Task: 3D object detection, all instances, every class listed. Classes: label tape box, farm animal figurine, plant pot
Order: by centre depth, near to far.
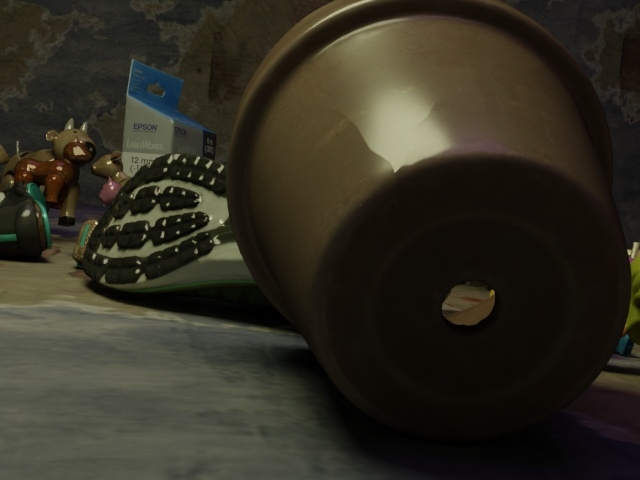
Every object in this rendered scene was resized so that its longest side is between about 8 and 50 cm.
[{"bbox_3d":[0.068,-0.011,0.456,0.263,0.262,0.229,6,20,-4],"label":"plant pot"},{"bbox_3d":[-0.427,-0.110,1.345,0.327,0.172,0.330,0,-13,25],"label":"farm animal figurine"},{"bbox_3d":[-0.310,-0.179,1.629,0.115,0.347,0.249,7,3,12],"label":"label tape box"}]

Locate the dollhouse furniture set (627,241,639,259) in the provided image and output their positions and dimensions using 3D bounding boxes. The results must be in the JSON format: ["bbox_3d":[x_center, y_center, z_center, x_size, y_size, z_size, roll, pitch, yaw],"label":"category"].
[{"bbox_3d":[0.355,0.071,1.099,0.182,0.101,0.161,8,-22,32],"label":"dollhouse furniture set"}]

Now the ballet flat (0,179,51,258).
[{"bbox_3d":[-0.410,-0.029,1.029,0.096,0.095,0.280,-9,8,-18],"label":"ballet flat"}]

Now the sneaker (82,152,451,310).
[{"bbox_3d":[-0.057,0.024,0.753,0.411,0.158,0.182,2,-34,32],"label":"sneaker"}]

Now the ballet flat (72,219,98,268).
[{"bbox_3d":[-0.230,0.002,0.999,0.073,0.067,0.206,7,2,23],"label":"ballet flat"}]

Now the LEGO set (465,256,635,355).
[{"bbox_3d":[0.215,0.054,0.740,0.227,0.086,0.093,6,18,-18],"label":"LEGO set"}]

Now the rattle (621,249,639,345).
[{"bbox_3d":[0.300,0.087,0.692,0.200,0.142,0.130,11,37,-51],"label":"rattle"}]
